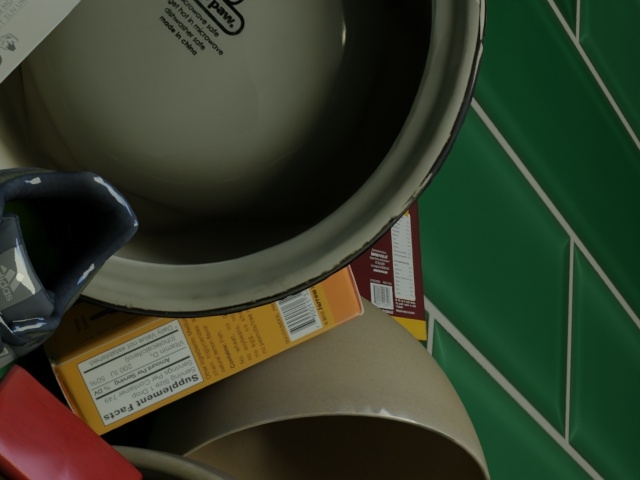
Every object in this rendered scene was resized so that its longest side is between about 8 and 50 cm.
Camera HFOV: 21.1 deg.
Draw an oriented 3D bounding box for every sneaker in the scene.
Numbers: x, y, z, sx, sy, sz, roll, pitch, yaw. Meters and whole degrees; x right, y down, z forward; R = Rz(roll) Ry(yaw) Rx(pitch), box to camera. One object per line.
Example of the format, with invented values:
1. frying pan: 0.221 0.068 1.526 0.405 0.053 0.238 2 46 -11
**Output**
1. sneaker: -0.191 0.032 0.765 0.111 0.121 0.300 63 31 -14

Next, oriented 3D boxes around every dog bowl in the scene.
1. dog bowl: -0.086 -0.153 1.209 0.150 0.408 0.408 -13 95 -82

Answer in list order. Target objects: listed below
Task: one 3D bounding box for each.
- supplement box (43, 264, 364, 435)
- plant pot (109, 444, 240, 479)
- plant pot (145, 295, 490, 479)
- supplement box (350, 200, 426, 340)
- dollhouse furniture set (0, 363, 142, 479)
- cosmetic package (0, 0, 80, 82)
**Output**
1. supplement box: -0.091 0.059 1.303 0.078 0.233 0.080 -128 -163 -62
2. plant pot: -0.116 0.298 1.151 0.280 0.323 0.323 39 47 -79
3. plant pot: -0.012 0.147 1.427 0.284 0.284 0.191 54 22 -46
4. supplement box: 0.000 0.000 1.623 0.191 0.129 0.194 13 72 -63
5. dollhouse furniture set: -0.256 0.059 0.870 0.374 0.152 0.201 43 37 -12
6. cosmetic package: -0.252 -0.208 0.900 0.224 0.138 0.224 36 19 -35
